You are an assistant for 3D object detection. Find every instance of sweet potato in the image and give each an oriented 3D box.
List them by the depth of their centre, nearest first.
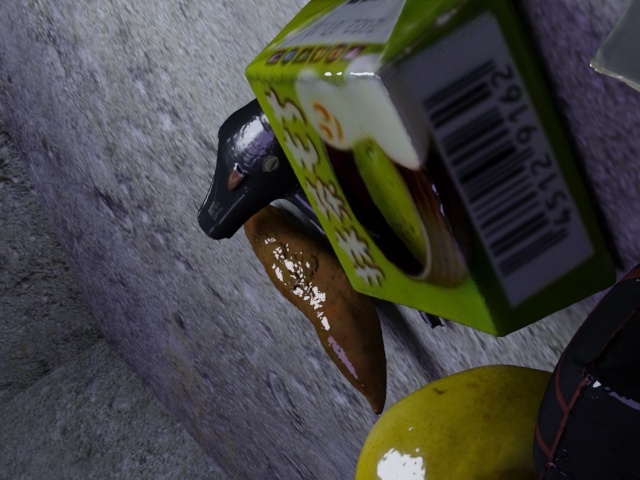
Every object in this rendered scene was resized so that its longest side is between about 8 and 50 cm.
[{"bbox_3d":[0.002,0.060,1.455,0.355,0.095,0.106,55,141,27],"label":"sweet potato"}]

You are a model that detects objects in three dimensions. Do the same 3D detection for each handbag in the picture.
[{"bbox_3d":[0.263,0.116,0.855,0.155,0.169,0.215,30,150,19],"label":"handbag"}]

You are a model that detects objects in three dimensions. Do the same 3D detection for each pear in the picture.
[{"bbox_3d":[0.169,0.236,1.080,0.336,0.284,0.285,-122,9,-58],"label":"pear"}]

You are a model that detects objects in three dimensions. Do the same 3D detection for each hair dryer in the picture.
[{"bbox_3d":[0.000,0.000,1.347,0.359,0.120,0.304,44,142,5],"label":"hair dryer"}]

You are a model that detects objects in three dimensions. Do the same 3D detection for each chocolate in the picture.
[{"bbox_3d":[0.086,-0.074,1.003,0.288,0.137,0.301,15,135,61],"label":"chocolate"}]

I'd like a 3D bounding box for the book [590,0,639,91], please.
[{"bbox_3d":[0.281,-0.103,0.489,0.026,0.201,0.289,14,-159,-49],"label":"book"}]
